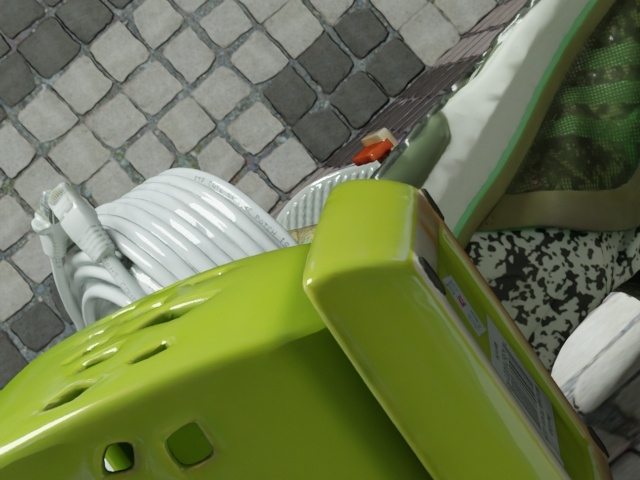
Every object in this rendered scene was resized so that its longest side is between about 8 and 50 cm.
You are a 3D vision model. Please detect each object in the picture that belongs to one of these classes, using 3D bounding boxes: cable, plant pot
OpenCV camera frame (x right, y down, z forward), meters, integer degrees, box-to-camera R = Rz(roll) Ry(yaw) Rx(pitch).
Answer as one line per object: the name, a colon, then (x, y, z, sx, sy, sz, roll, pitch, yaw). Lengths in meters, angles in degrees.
cable: (-0.049, 0.079, 1.098, 0.089, 0.257, 0.257, -40, -22, -21)
plant pot: (0.001, 0.110, 0.780, 0.207, 0.227, 0.228, -34, 7, 10)

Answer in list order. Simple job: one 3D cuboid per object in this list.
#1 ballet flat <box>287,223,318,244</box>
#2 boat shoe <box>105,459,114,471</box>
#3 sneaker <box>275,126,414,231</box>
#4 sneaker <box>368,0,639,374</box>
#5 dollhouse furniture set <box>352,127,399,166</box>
ballet flat: (-0.049, 0.054, 1.803, 0.123, 0.123, 0.348, -45, 5, -21)
boat shoe: (-0.045, 0.144, 1.291, 0.306, 0.105, 0.113, -37, -28, -35)
sneaker: (0.080, -0.058, 1.949, 0.282, 0.102, 0.161, -30, 5, 9)
sneaker: (0.150, -0.037, 0.997, 0.410, 0.182, 0.158, -48, 0, -23)
dollhouse furniture set: (-0.002, 0.045, 1.538, 0.259, 0.135, 0.262, -43, 7, -10)
